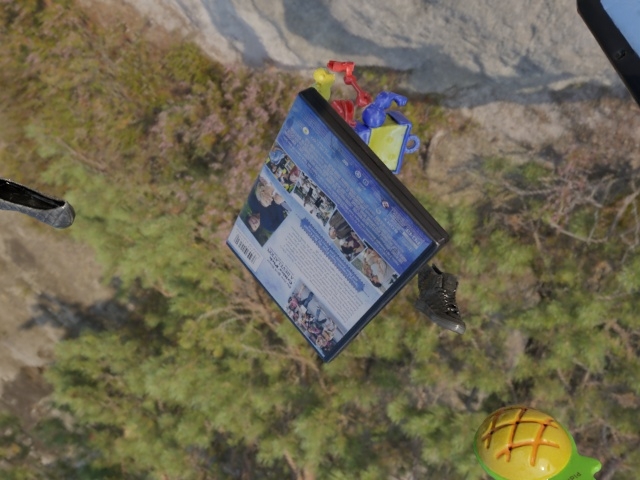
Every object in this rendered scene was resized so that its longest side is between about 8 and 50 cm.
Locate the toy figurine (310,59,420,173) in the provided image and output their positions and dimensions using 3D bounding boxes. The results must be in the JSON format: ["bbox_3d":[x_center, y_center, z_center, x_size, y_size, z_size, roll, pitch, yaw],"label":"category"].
[{"bbox_3d":[0.099,-0.143,1.285,0.191,0.217,0.362,46,134,47],"label":"toy figurine"}]

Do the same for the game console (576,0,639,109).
[{"bbox_3d":[0.495,-0.309,0.805,0.060,0.386,0.342,26,129,-31],"label":"game console"}]

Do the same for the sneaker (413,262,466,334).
[{"bbox_3d":[0.211,0.094,1.207,0.051,0.089,0.170,24,-176,-24],"label":"sneaker"}]

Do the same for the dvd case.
[{"bbox_3d":[0.000,0.000,0.674,0.180,0.022,0.253,49,142,11],"label":"dvd case"}]

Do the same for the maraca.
[{"bbox_3d":[0.286,0.289,0.935,0.186,0.127,0.099,36,153,58],"label":"maraca"}]

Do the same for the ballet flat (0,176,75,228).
[{"bbox_3d":[-0.438,-0.067,1.020,0.173,0.057,0.049,19,135,4],"label":"ballet flat"}]
